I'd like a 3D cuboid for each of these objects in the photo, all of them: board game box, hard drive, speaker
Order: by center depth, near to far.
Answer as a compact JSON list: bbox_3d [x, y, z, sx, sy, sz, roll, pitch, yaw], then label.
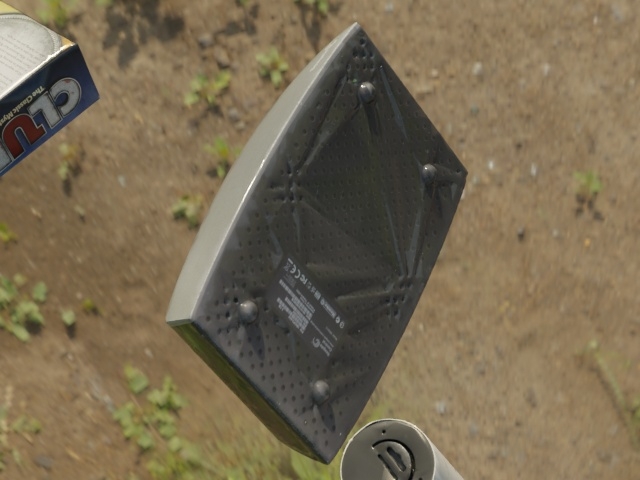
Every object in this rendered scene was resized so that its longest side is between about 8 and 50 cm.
[{"bbox_3d":[-0.259,-0.087,0.872,0.165,0.042,0.243,-42,50,-21],"label":"board game box"},{"bbox_3d":[0.055,0.146,0.917,0.055,0.136,0.055,-7,66,15],"label":"speaker"},{"bbox_3d":[0.000,0.000,1.060,0.054,0.172,0.255,-5,47,42],"label":"hard drive"}]
